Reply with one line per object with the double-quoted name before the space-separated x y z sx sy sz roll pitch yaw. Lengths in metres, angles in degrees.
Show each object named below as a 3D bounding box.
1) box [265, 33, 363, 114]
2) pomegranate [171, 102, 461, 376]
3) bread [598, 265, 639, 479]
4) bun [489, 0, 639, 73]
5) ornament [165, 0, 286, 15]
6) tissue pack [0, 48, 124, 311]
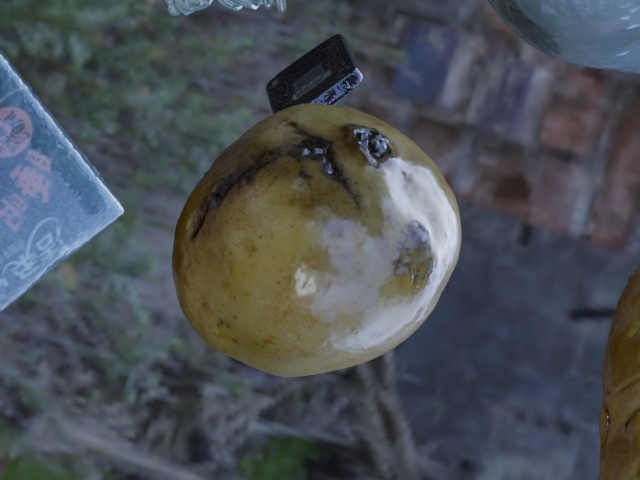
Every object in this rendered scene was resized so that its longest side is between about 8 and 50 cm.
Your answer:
"box" -0.011 -0.201 2.379 0.027 0.126 0.125 48 12 -31
"pomegranate" 0.000 0.000 1.682 0.260 0.260 0.260 16 90 -78
"bread" 0.369 0.188 1.614 0.148 0.337 0.328 -29 -128 46
"bun" 0.176 -0.268 1.318 0.354 0.194 0.354 44 36 -43
"ornament" -0.074 -0.203 1.528 0.068 0.092 0.041 -28 121 -48
"tissue pack" -0.370 -0.075 1.890 0.228 0.103 0.315 -37 129 -4
